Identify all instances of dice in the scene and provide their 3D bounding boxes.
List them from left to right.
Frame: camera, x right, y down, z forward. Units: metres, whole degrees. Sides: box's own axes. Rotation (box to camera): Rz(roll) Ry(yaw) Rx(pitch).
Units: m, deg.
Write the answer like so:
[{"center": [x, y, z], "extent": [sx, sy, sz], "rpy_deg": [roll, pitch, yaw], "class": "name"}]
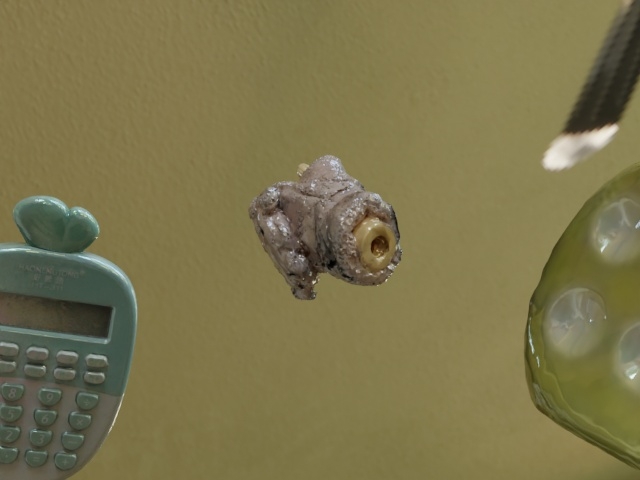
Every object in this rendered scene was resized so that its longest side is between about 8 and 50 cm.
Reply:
[{"center": [0.232, 0.061, 0.783], "extent": [0.169, 0.169, 0.166], "rpy_deg": [25, -90, -49], "class": "dice"}]

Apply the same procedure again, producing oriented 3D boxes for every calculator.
[{"center": [-0.274, 0.101, 1.314], "extent": [0.184, 0.042, 0.295], "rpy_deg": [9, -78, -13], "class": "calculator"}]

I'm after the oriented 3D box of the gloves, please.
[{"center": [0.000, -0.007, 1.108], "extent": [0.094, 0.110, 0.144], "rpy_deg": [-29, 8, -32], "class": "gloves"}]
